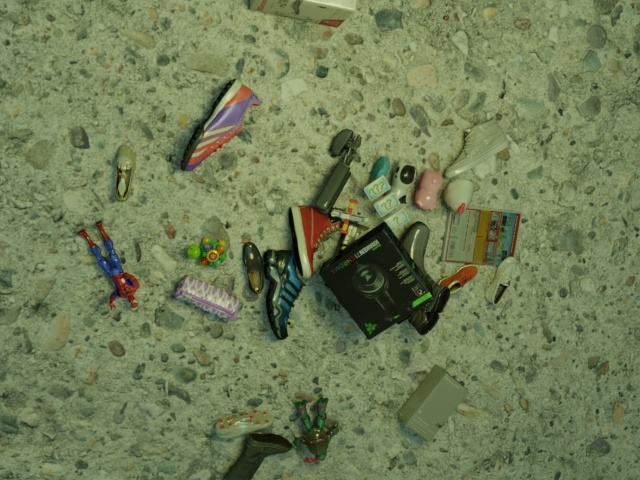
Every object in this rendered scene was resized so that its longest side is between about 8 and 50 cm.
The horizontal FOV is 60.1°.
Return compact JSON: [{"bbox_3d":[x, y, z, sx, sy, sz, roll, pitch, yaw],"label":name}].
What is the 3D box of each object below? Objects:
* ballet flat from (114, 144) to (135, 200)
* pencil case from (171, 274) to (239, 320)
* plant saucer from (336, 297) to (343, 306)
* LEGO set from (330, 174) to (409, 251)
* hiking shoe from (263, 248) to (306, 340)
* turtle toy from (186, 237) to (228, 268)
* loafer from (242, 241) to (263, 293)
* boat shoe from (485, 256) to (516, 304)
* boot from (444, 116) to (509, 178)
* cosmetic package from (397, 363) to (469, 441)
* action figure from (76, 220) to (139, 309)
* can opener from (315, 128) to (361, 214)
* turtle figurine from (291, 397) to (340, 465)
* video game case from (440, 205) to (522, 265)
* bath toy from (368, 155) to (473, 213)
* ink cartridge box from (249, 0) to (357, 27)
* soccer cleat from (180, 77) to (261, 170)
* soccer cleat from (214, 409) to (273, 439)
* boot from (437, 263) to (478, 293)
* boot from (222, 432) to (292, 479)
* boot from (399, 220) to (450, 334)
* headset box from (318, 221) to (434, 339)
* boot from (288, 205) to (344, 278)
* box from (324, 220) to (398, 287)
[{"bbox_3d":[-0.578,-0.197,1.636,0.057,0.052,0.168,3,99,-14],"label":"ballet flat"},{"bbox_3d":[-0.357,0.181,1.741,0.206,0.088,0.086,24,95,-18],"label":"pencil case"},{"bbox_3d":[0.127,0.160,1.889,0.168,0.029,0.168,-3,101,-14],"label":"plant saucer"},{"bbox_3d":[0.145,-0.063,1.747,0.244,0.060,0.182,-33,113,2],"label":"LEGO set"},{"bbox_3d":[-0.108,0.175,1.788,0.132,0.113,0.304,-5,101,-13],"label":"hiking shoe"},{"bbox_3d":[-0.352,0.042,1.728,0.130,0.066,0.095,9,97,-15],"label":"turtle toy"},{"bbox_3d":[-0.210,0.089,1.774,0.062,0.061,0.170,-14,102,-10],"label":"loafer"},{"bbox_3d":[0.656,0.148,1.988,0.066,0.063,0.184,26,103,-22],"label":"boat shoe"},{"bbox_3d":[0.509,-0.317,1.879,0.258,0.095,0.123,-31,96,-12],"label":"boot"},{"bbox_3d":[0.405,0.584,1.997,0.127,0.107,0.238,37,93,-14],"label":"cosmetic package"},{"bbox_3d":[-0.618,0.090,1.638,0.091,0.139,0.280,-28,108,-7],"label":"action figure"},{"bbox_3d":[0.047,-0.224,1.765,0.095,0.076,0.283,26,79,15],"label":"can opener"},{"bbox_3d":[-0.011,0.667,1.905,0.175,0.118,0.234,-10,96,-12],"label":"turtle figurine"},{"bbox_3d":[0.575,-0.016,1.972,0.285,0.025,0.204,5,98,-15],"label":"video game case"},{"bbox_3d":[0.335,-0.160,1.817,0.348,0.129,0.151,13,141,-7],"label":"bath toy"},{"bbox_3d":[-0.053,-0.718,1.594,0.283,0.207,0.117,5,97,-14],"label":"ink cartridge box"},{"bbox_3d":[-0.302,-0.326,1.658,0.116,0.108,0.318,34,88,-21],"label":"soccer cleat"},{"bbox_3d":[-0.257,0.622,1.862,0.196,0.068,0.076,-4,126,-18],"label":"soccer cleat"},{"bbox_3d":[0.497,0.139,1.947,0.158,0.084,0.059,-29,103,-6],"label":"boot"},{"bbox_3d":[-0.215,0.761,1.887,0.190,0.076,0.208,21,97,-28],"label":"boot"},{"bbox_3d":[0.344,0.122,1.826,0.118,0.223,0.338,7,103,-39],"label":"boot"},{"bbox_3d":[0.179,0.130,1.707,0.246,0.131,0.283,-34,97,14],"label":"headset box"},{"bbox_3d":[0.000,0.000,1.759,0.176,0.088,0.244,-1,68,-16],"label":"boot"},{"bbox_3d":[0.136,0.072,1.833,0.183,0.056,0.231,20,86,-9],"label":"box"}]
